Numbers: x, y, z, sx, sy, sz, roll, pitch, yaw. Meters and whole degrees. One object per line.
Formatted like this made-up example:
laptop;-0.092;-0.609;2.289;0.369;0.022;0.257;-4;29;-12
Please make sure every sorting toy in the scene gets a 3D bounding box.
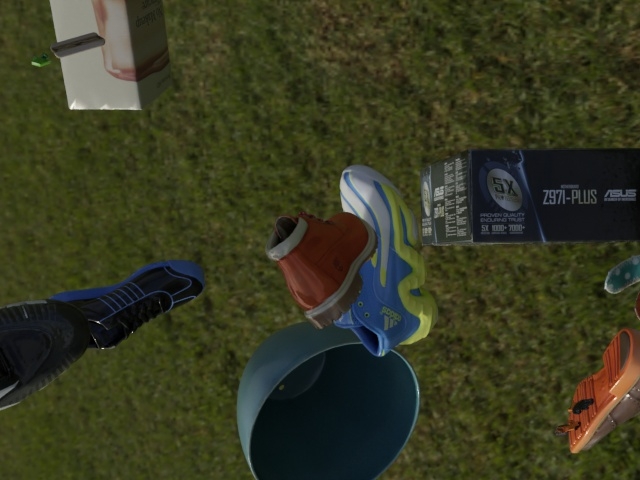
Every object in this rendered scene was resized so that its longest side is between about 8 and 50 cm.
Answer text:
sorting toy;-0.287;-0.215;1.010;0.062;0.083;0.012;-136;29;-60

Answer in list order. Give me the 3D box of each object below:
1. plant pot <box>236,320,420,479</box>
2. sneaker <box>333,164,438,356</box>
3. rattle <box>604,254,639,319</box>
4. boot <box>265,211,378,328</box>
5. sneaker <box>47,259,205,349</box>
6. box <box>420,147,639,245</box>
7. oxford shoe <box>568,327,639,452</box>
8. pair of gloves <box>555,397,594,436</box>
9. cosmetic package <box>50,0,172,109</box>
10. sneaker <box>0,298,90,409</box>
plant pot;-0.016;0.243;1.425;0.195;0.290;0.290;41;129;54
sneaker;0.061;0.035;1.068;0.091;0.126;0.240;-1;120;51
rattle;0.372;-0.016;0.906;0.130;0.143;0.199;19;102;10
boot;0.000;0.000;0.758;0.059;0.158;0.084;-36;103;22
sneaker;-0.267;0.100;1.231;0.090;0.232;0.081;-112;6;-48
box;0.179;-0.035;0.793;0.180;0.147;0.077;170;99;-84
oxford shoe;0.581;0.312;1.719;0.363;0.133;0.130;105;176;-50
pair of gloves;0.444;0.309;1.562;0.010;0.083;0.074;43;156;-1
cosmetic package;-0.327;-0.365;1.386;0.129;0.153;0.296;3;118;11
sneaker;-0.283;0.109;0.655;0.106;0.234;0.078;-156;49;-75
